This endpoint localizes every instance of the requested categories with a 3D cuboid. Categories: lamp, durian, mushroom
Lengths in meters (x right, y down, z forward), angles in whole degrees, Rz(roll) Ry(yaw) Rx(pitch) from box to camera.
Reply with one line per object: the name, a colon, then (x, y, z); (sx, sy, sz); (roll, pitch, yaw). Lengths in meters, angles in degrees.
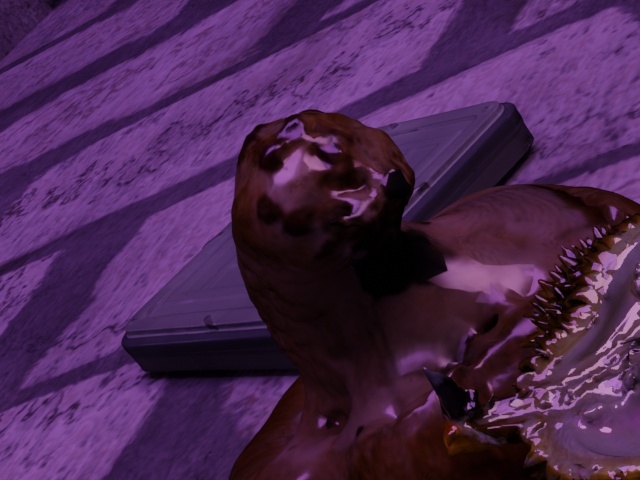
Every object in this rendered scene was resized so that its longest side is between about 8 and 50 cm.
lamp: (0.000, 0.000, 1.368); (0.269, 0.047, 0.266); (-46, 20, -30)
durian: (0.169, 0.066, 0.752); (0.237, 0.137, 0.193); (-19, 32, -2)
mushroom: (0.059, 0.051, 0.930); (0.267, 0.254, 0.267); (-12, 2, 1)
